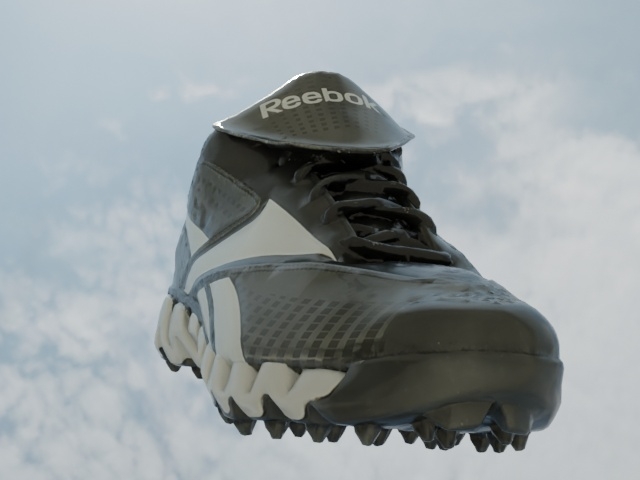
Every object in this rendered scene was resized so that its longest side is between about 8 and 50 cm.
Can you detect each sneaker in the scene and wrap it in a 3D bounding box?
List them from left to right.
[{"bbox_3d":[0.000,0.000,0.417,0.078,0.234,0.106,5,-89,-19],"label":"sneaker"}]
